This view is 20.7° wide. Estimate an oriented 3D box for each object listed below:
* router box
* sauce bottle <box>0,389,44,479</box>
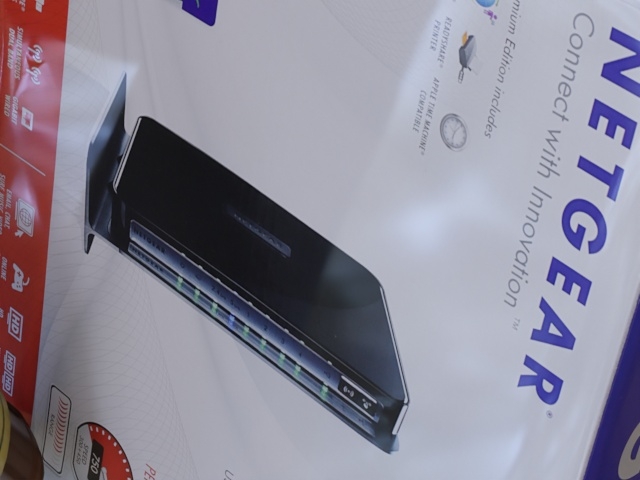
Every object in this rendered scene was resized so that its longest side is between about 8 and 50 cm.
[{"bbox_3d":[0.000,0.000,0.630,0.301,0.082,0.335,34,129,34],"label":"router box"},{"bbox_3d":[-0.227,0.013,0.602,0.111,0.111,0.344,28,162,44],"label":"sauce bottle"}]
